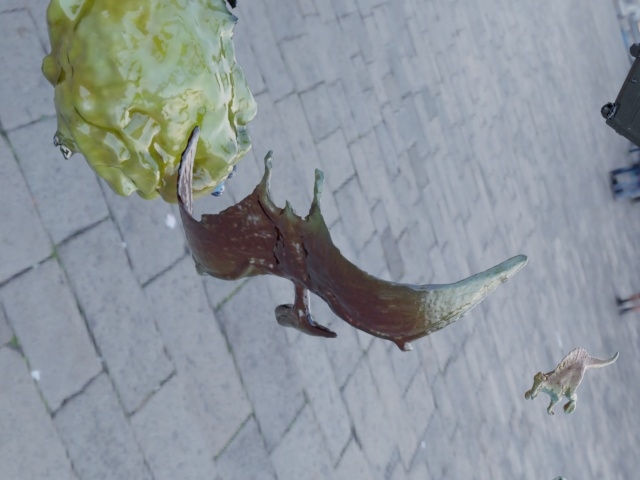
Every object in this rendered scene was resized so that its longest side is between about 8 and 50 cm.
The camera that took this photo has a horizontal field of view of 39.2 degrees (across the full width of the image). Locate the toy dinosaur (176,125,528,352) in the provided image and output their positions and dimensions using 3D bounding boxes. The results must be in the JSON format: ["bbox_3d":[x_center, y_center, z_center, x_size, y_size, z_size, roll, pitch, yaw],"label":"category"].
[{"bbox_3d":[0.004,-0.005,0.805,0.113,0.327,0.207,-49,123,-37],"label":"toy dinosaur"}]

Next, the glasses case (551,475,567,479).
[{"bbox_3d":[0.290,0.348,1.040,0.095,0.062,0.272,50,9,11],"label":"glasses case"}]

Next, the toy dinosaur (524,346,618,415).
[{"bbox_3d":[0.426,0.220,1.543,0.212,0.057,0.142,-44,139,-19],"label":"toy dinosaur"}]

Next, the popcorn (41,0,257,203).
[{"bbox_3d":[-0.181,-0.183,0.980,0.286,0.215,0.252,81,14,-45],"label":"popcorn"}]

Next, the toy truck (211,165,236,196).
[{"bbox_3d":[-0.155,-0.105,1.166,0.090,0.056,0.073,20,44,-17],"label":"toy truck"}]

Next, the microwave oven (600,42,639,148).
[{"bbox_3d":[0.612,-0.198,1.441,0.178,0.188,0.247,-7,42,-34],"label":"microwave oven"}]
